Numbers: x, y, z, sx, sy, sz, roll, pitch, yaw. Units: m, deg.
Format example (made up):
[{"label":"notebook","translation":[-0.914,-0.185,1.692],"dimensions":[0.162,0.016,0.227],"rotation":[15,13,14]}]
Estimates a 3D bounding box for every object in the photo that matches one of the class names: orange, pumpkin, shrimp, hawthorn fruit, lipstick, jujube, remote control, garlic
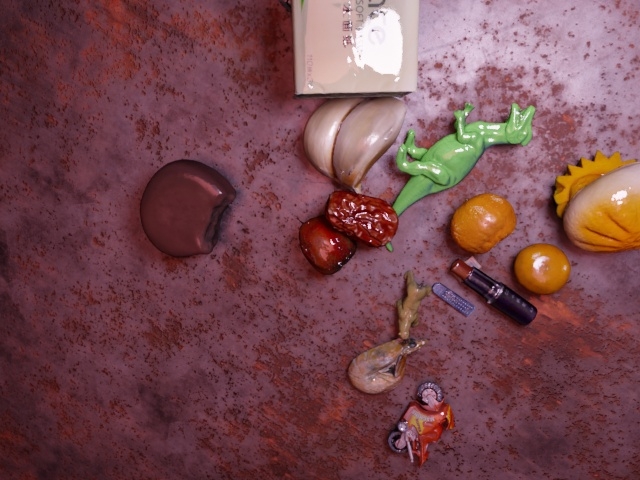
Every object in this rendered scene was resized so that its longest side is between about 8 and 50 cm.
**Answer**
[{"label":"orange","translation":[0.480,-0.052,1.341],"dimensions":[0.193,0.193,0.161],"rotation":[-44,64,15]},{"label":"orange","translation":[0.665,0.085,1.356],"dimensions":[0.156,0.124,0.156],"rotation":[-1,82,10]},{"label":"pumpkin","translation":[0.779,-0.154,1.315],"dimensions":[0.254,0.149,0.130],"rotation":[-22,55,7]},{"label":"shrimp","translation":[0.238,0.427,1.538],"dimensions":[0.317,0.077,0.168],"rotation":[-30,103,19]},{"label":"hawthorn fruit","translation":[0.000,0.000,1.459],"dimensions":[0.235,0.181,0.181],"rotation":[38,105,14]},{"label":"lipstick","translation":[0.539,0.158,1.414],"dimensions":[0.300,0.081,0.081],"rotation":[34,105,2]},{"label":"jujube","translation":[0.122,-0.069,1.364],"dimensions":[0.230,0.155,0.155],"rotation":[18,104,-13]},{"label":"remote control","translation":[0.434,0.189,1.472],"dimensions":[0.153,0.027,0.043],"rotation":[36,99,2]},{"label":"garlic","translation":[0.102,-0.314,1.374],"dimensions":[0.250,0.286,0.312],"rotation":[11,115,-36]}]

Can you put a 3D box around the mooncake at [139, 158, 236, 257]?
[{"label":"mooncake","translation":[-0.436,-0.112,1.522],"dimensions":[0.334,0.174,0.325],"rotation":[-8,102,10]}]

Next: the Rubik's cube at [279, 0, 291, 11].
[{"label":"Rubik's cube","translation":[-0.018,-0.737,1.329],"dimensions":[0.155,0.154,0.151],"rotation":[29,105,6]}]

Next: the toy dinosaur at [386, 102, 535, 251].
[{"label":"toy dinosaur","translation":[0.408,-0.177,1.382],"dimensions":[0.375,0.144,0.499],"rotation":[8,116,10]}]

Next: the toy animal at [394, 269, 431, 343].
[{"label":"toy animal","translation":[0.295,0.218,1.467],"dimensions":[0.103,0.101,0.218],"rotation":[19,103,6]}]

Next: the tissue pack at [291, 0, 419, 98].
[{"label":"tissue pack","translation":[0.083,-0.582,1.172],"dimensions":[0.332,0.205,0.404],"rotation":[-2,105,-1]}]

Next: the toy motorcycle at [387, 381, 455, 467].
[{"label":"toy motorcycle","translation":[0.353,0.629,1.536],"dimensions":[0.171,0.089,0.298],"rotation":[28,105,5]}]

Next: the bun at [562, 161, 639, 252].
[{"label":"bun","translation":[0.824,-0.060,1.209],"dimensions":[0.299,0.299,0.164],"rotation":[-24,54,15]}]

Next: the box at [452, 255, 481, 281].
[{"label":"box","translation":[0.471,0.092,1.453],"dimensions":[0.083,0.012,0.046],"rotation":[-40,92,14]}]
